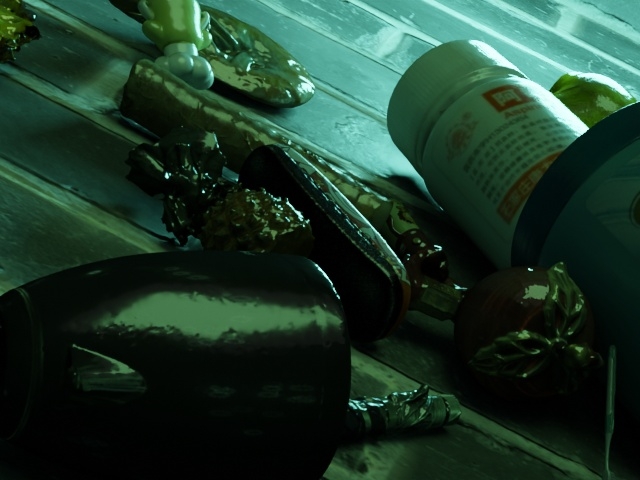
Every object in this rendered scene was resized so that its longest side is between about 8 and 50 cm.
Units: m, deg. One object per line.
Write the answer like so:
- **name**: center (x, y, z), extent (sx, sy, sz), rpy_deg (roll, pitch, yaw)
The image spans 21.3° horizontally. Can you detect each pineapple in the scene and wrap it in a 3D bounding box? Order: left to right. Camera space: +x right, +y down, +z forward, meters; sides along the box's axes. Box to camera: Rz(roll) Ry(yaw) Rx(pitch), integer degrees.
- **pineapple**: center (-0.439, -0.268, 2.023), extent (0.225, 0.076, 0.225), rpy_deg (25, 23, -11)
- **pineapple**: center (-0.114, -0.037, 1.832), extent (0.237, 0.111, 0.119), rpy_deg (38, 19, 30)

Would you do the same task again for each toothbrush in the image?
- **toothbrush**: center (0.307, 0.189, 1.792), extent (0.014, 0.011, 0.167), rpy_deg (24, 59, -33)

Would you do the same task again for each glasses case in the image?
- **glasses case**: center (0.000, 0.000, 1.851), extent (0.067, 0.103, 0.266), rpy_deg (-10, 49, -43)

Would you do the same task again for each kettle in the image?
- **kettle**: center (-0.161, 0.106, 1.415), extent (0.290, 0.207, 0.268), rpy_deg (3, 2, -26)

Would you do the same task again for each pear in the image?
- **pear**: center (0.391, -0.151, 2.517), extent (0.200, 0.200, 0.200), rpy_deg (22, 23, -10)

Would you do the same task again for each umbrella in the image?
- **umbrella**: center (0.070, 0.170, 1.660), extent (0.188, 0.050, 0.046), rpy_deg (3, 54, -44)

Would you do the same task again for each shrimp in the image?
- **shrimp**: center (-0.149, -0.266, 2.330), extent (0.317, 0.077, 0.168), rpy_deg (22, 26, -18)

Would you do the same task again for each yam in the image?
- **yam**: center (-0.080, -0.103, 2.050), extent (0.357, 0.081, 0.081), rpy_deg (30, 23, 6)

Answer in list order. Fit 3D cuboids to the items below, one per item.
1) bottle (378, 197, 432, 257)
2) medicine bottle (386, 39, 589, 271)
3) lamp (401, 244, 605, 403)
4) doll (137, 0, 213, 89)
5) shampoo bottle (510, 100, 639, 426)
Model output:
- **bottle**: center (0.104, -0.007, 2.073), extent (0.063, 0.047, 0.101), rpy_deg (-3, 37, -34)
- **medicine bottle**: center (0.252, -0.092, 2.200), extent (0.211, 0.211, 0.371), rpy_deg (9, 29, -35)
- **lamp**: center (0.195, 0.097, 1.842), extent (0.215, 0.151, 0.223), rpy_deg (30, -23, -30)
- **doll**: center (-0.188, -0.263, 2.232), extent (0.106, 0.062, 0.162), rpy_deg (6, 59, -32)
- **shampoo bottle**: center (0.443, 0.062, 1.925), extent (0.331, 0.331, 0.342), rpy_deg (8, 31, -37)
